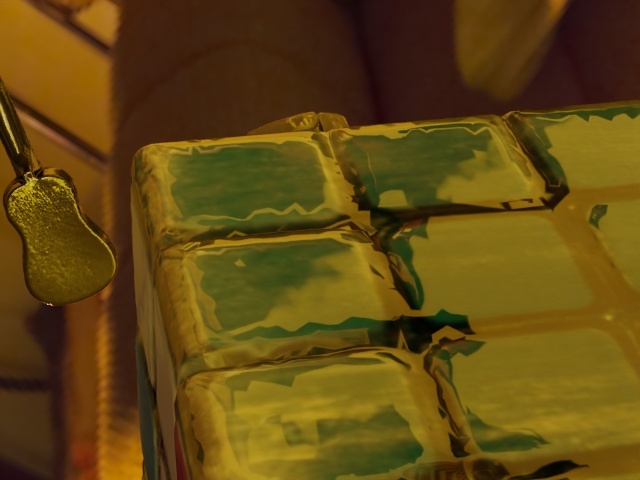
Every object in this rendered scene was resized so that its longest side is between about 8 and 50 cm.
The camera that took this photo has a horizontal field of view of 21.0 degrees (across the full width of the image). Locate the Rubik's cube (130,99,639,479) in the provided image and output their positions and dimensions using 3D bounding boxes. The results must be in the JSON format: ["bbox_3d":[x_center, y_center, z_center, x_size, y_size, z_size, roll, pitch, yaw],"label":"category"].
[{"bbox_3d":[0.082,0.123,0.535,0.256,0.259,0.253,-112,20,-55],"label":"Rubik's cube"}]

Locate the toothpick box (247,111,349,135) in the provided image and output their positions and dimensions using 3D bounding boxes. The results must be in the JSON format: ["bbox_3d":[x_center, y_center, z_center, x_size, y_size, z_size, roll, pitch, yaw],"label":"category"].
[{"bbox_3d":[0.000,0.000,1.367,0.111,0.111,0.181,-32,73,42],"label":"toothpick box"}]

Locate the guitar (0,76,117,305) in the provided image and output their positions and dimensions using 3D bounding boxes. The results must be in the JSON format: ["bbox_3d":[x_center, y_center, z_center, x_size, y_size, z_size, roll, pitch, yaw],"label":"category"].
[{"bbox_3d":[-0.258,-0.072,1.496,0.084,0.271,0.038,-23,14,-3],"label":"guitar"}]
